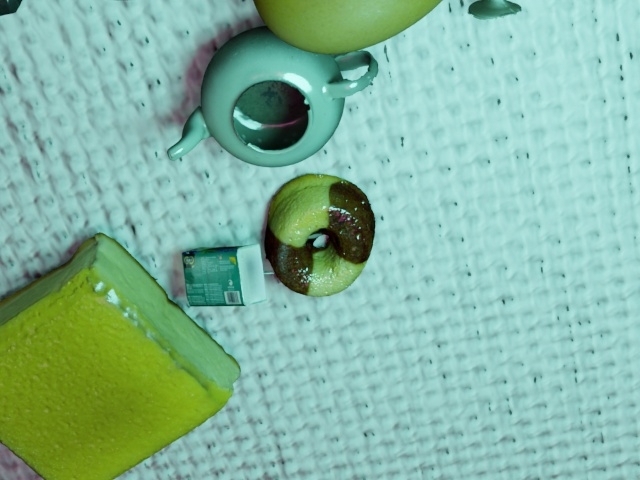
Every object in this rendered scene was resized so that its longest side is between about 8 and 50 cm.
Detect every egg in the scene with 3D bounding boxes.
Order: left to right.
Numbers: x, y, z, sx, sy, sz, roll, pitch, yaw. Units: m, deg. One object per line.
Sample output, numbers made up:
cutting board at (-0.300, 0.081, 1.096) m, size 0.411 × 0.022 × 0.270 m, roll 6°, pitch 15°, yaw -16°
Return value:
egg at (0.048, -0.365, 1.553) m, size 0.250 × 0.250 × 0.322 m, roll 33°, pitch 122°, yaw -18°

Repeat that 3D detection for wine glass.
wine glass at (0.227, -0.415, 1.634) m, size 0.074 × 0.074 × 0.262 m, roll -1°, pitch 119°, yaw -1°

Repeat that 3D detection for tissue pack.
tissue pack at (-0.131, 0.049, 1.859) m, size 0.111 × 0.079 × 0.085 m, roll -4°, pitch 96°, yaw 38°

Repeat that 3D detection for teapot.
teapot at (-0.062, -0.186, 1.718) m, size 0.294 × 0.129 × 0.193 m, roll -18°, pitch 119°, yaw 9°

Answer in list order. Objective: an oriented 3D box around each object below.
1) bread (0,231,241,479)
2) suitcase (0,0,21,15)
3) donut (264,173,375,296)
bread at (-0.340, 0.193, 1.917) m, size 0.333 × 0.143 × 0.324 m, roll -32°, pitch 116°, yaw 15°
suitcase at (-0.393, -0.428, 1.529) m, size 0.066 × 0.206 × 0.286 m, roll -3°, pitch 119°, yaw 6°
donut at (0.000, 0.000, 1.858) m, size 0.166 × 0.073 × 0.184 m, roll 17°, pitch 119°, yaw -13°
